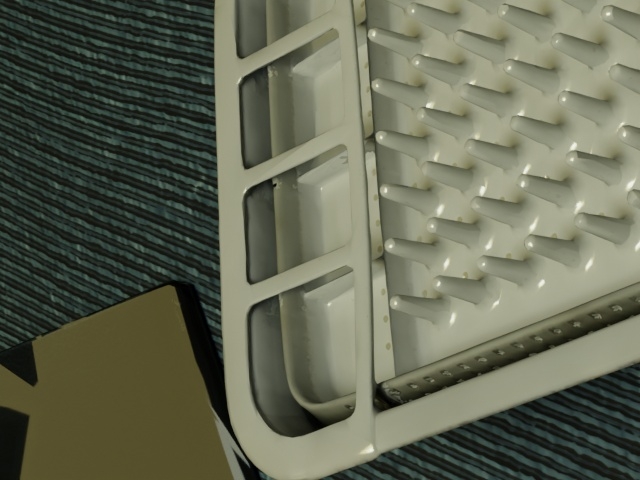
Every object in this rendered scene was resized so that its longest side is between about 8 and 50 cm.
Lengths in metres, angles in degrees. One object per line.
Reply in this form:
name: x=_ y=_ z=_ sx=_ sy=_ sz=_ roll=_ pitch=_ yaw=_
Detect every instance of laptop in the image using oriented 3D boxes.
laptop: x=-0.129 y=0.177 z=1.003 sx=0.264 sy=0.136 sz=0.234 roll=134 pitch=119 yaw=-68

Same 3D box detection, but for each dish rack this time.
dish rack: x=0.085 y=-0.067 z=0.659 sx=0.333 sy=0.072 sz=0.285 roll=-27 pitch=57 yaw=44
